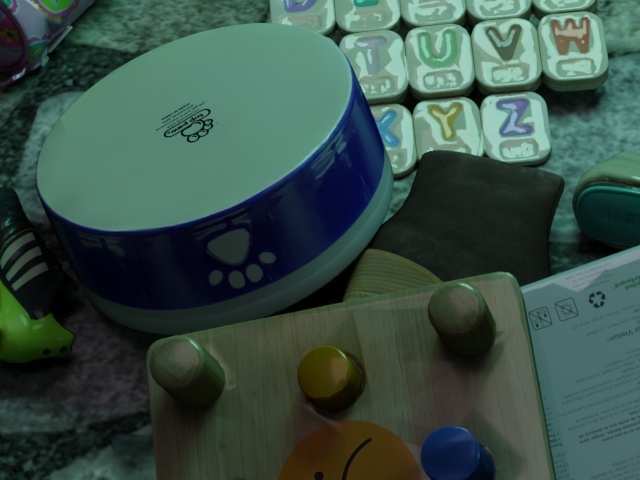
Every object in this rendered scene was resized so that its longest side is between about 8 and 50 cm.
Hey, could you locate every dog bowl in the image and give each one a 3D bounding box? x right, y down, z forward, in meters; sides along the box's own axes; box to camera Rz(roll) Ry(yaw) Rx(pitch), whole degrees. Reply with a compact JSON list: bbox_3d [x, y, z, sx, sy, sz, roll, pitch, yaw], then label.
[{"bbox_3d":[-0.083,-0.053,1.485,0.265,0.104,0.265,-14,37,11],"label":"dog bowl"}]

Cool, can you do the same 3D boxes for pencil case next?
[{"bbox_3d":[-0.233,-0.264,1.760,0.124,0.124,0.284,21,51,26],"label":"pencil case"}]

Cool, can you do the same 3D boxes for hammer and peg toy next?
[{"bbox_3d":[0.036,0.210,1.185,0.266,0.127,0.361,-12,68,9],"label":"hammer and peg toy"}]

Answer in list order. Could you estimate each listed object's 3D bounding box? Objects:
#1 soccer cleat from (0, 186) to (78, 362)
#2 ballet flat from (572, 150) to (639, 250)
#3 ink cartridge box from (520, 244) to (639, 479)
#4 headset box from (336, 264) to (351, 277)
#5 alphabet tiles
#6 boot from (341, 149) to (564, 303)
[{"bbox_3d":[-0.230,0.028,1.505,0.072,0.060,0.179,0,44,-15],"label":"soccer cleat"},{"bbox_3d":[0.316,-0.014,1.461,0.248,0.086,0.086,20,50,27],"label":"ballet flat"},{"bbox_3d":[0.165,0.138,1.280,0.223,0.045,0.224,-19,73,7],"label":"ink cartridge box"},{"bbox_3d":[0.000,0.000,1.513,0.083,0.032,0.062,-24,47,-18],"label":"headset box"},{"bbox_3d":[0.099,-0.181,1.638,0.284,0.021,0.278,-5,61,3],"label":"alphabet tiles"},{"bbox_3d":[0.149,0.019,1.433,0.248,0.090,0.207,12,49,24],"label":"boot"}]
